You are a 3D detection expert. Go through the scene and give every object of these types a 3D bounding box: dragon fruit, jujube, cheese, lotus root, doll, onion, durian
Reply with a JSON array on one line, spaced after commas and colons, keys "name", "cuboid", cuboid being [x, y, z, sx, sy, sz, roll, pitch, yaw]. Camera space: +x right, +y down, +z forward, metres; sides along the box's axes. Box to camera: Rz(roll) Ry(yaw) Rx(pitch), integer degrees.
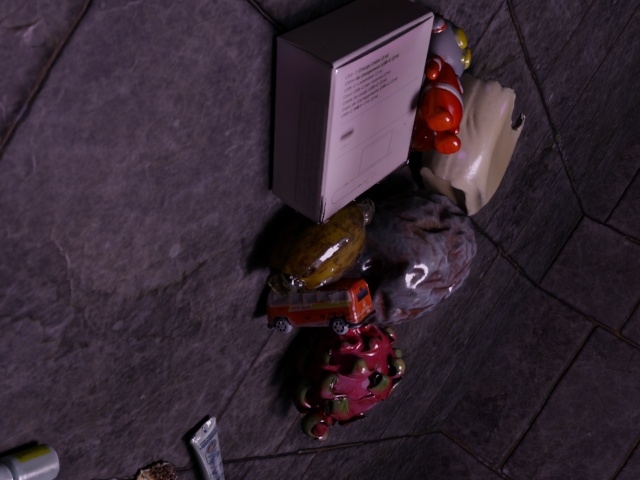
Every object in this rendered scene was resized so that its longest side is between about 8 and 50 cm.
[{"name": "dragon fruit", "cuboid": [0.033, 0.251, 1.364, 0.273, 0.198, 0.218, -39, -173, 14]}, {"name": "jujube", "cuboid": [0.147, 0.026, 1.267, 0.317, 0.226, 0.226, -20, 136, -58]}, {"name": "cheese", "cuboid": [0.280, -0.175, 1.337, 0.233, 0.127, 0.266, -62, 158, -11]}, {"name": "lotus root", "cuboid": [0.000, 0.000, 1.092, 0.209, 0.120, 0.120, -42, 150, -20]}, {"name": "doll", "cuboid": [0.181, -0.245, 1.069, 0.142, 0.076, 0.244, 58, 34, -51]}, {"name": "onion", "cuboid": [0.160, -0.193, 1.153, 0.117, 0.119, 0.118, -16, 133, -48]}, {"name": "durian", "cuboid": [-0.264, 0.395, 1.188, 0.066, 0.052, 0.130, -10, 138, -4]}]

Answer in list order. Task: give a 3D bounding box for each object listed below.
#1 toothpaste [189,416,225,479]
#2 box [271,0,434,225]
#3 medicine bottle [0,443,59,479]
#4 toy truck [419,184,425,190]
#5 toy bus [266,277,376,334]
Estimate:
[{"name": "toothpaste", "cuboid": [-0.196, 0.395, 1.285, 0.062, 0.039, 0.239, -42, 149, -34]}, {"name": "box", "cuboid": [0.040, -0.176, 0.969, 0.203, 0.106, 0.251, -36, 148, -34]}, {"name": "medicine bottle", "cuboid": [-0.360, 0.277, 0.870, 0.083, 0.047, 0.047, -6, 125, -57]}, {"name": "toy truck", "cuboid": [0.215, -0.086, 1.449, 0.032, 0.024, 0.083, -37, 154, 12]}, {"name": "toy bus", "cuboid": [-0.007, 0.100, 1.141, 0.079, 0.174, 0.077, -31, 114, -59]}]
